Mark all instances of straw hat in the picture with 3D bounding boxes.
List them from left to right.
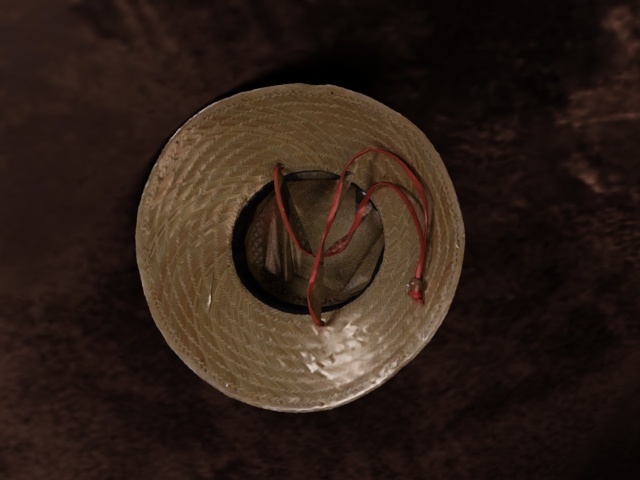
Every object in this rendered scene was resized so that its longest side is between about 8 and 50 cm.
[{"bbox_3d":[0.000,0.000,0.727,0.144,0.144,0.061,-38,174,21],"label":"straw hat"}]
